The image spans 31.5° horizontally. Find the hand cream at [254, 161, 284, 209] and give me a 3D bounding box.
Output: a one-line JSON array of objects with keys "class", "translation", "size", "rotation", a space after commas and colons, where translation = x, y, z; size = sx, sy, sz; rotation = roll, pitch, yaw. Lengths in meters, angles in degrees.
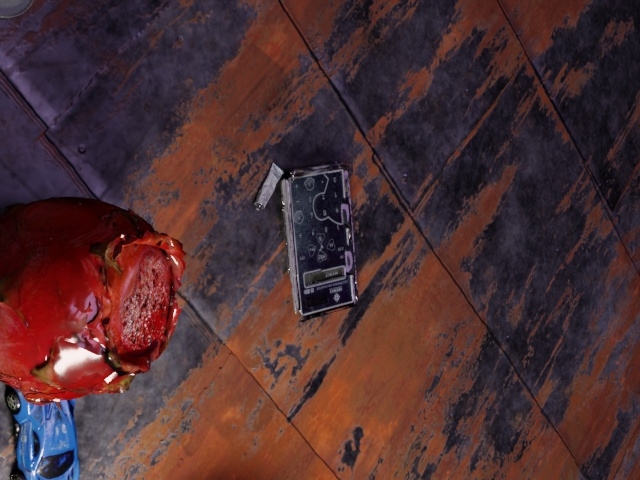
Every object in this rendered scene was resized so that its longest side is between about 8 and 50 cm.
[{"class": "hand cream", "translation": [-0.092, -0.092, 1.972], "size": [0.030, 0.019, 0.093], "rotation": [45, 56, -34]}]

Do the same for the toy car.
[{"class": "toy car", "translation": [-0.398, 0.291, 1.660], "size": [0.103, 0.063, 0.216], "rotation": [-9, 98, -44]}]

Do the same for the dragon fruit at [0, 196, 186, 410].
[{"class": "dragon fruit", "translation": [-0.341, 0.078, 1.546], "size": [0.296, 0.302, 0.295], "rotation": [4, 85, -49]}]

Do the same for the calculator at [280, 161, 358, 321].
[{"class": "calculator", "translation": [0.000, 0.000, 2.049], "size": [0.166, 0.028, 0.274], "rotation": [-13, 102, -46]}]

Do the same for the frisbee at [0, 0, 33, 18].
[{"class": "frisbee", "translation": [-0.452, -0.370, 1.608], "size": [0.110, 0.014, 0.110], "rotation": [-1, 92, -44]}]
